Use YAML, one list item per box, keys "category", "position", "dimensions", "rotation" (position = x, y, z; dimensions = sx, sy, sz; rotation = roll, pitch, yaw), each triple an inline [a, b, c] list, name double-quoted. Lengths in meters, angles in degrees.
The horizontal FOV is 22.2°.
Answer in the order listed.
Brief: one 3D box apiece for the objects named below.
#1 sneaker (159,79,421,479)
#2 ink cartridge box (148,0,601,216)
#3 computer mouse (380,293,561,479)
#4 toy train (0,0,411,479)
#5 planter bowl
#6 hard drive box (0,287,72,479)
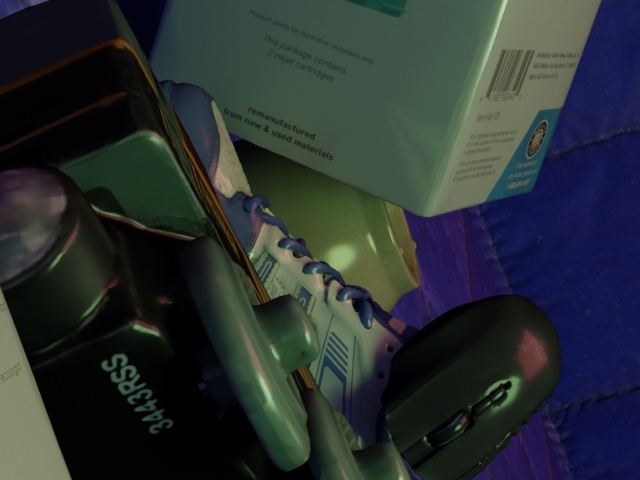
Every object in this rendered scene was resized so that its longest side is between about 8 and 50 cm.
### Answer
- category: "sneaker"
  position: [-0.008, 0.047, 0.860]
  dimensions: [0.112, 0.131, 0.296]
  rotation: [-31, 102, -78]
- category: "ink cartridge box"
  position: [0.057, -0.180, 0.959]
  dimensions: [0.198, 0.197, 0.270]
  rotation: [-13, 125, -65]
- category: "computer mouse"
  position: [0.036, 0.111, 0.777]
  dimensions: [0.071, 0.242, 0.041]
  rotation: [53, -25, -15]
- category: "toy train"
  position: [-0.051, 0.068, 0.597]
  dimensions: [0.334, 0.142, 0.190]
  rotation: [62, 4, -45]
- category: "planter bowl"
  position: [0.000, 0.000, 1.049]
  dimensions: [0.162, 0.109, 0.162]
  rotation: [-18, 90, -81]
- category: "hard drive box"
  position: [-0.135, 0.018, 0.322]
  dimensions: [0.181, 0.089, 0.232]
  rotation: [-43, 115, -80]
